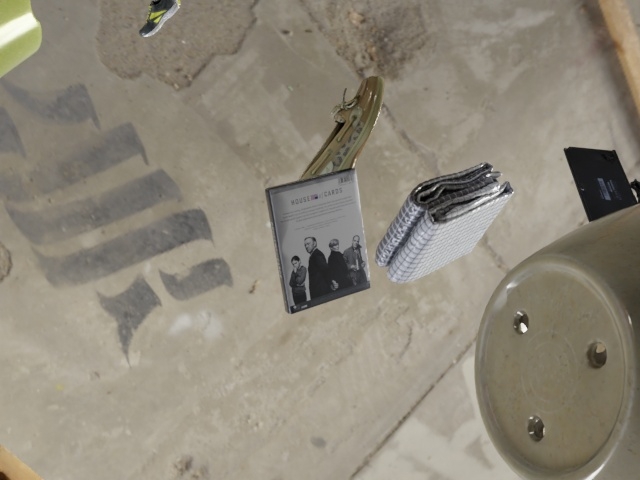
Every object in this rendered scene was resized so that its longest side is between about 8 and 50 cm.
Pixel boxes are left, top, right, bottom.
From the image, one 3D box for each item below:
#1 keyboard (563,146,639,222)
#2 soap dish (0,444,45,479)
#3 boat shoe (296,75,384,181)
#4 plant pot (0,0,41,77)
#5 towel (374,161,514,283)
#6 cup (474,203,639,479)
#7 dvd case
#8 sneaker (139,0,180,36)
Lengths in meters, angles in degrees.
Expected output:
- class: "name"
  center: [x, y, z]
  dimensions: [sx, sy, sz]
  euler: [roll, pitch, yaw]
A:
- class: "keyboard"
  center: [0.403, -0.063, 1.001]
  dimensions: [0.108, 0.180, 0.023]
  euler: [4, 138, -5]
- class: "soap dish"
  center: [-0.261, 0.342, 0.607]
  dimensions: [0.229, 0.118, 0.290]
  euler: [-54, 125, -32]
- class: "boat shoe"
  center: [0.043, -0.208, 1.454]
  dimensions: [0.089, 0.104, 0.285]
  euler: [25, 87, -9]
- class: "plant pot"
  center: [-0.653, -0.364, 1.286]
  dimensions: [0.254, 0.276, 0.276]
  euler: [-47, 130, -37]
- class: "towel"
  center: [0.269, -0.046, 1.616]
  dimensions: [0.284, 0.121, 0.235]
  euler: [-23, 153, -35]
- class: "cup"
  center: [0.265, 0.105, 0.569]
  dimensions: [0.237, 0.331, 0.331]
  euler: [7, 108, -23]
- class: "dvd case"
  center: [0.000, 0.000, 1.346]
  dimensions: [0.179, 0.030, 0.238]
  euler: [-16, 107, -24]
- class: "sneaker"
  center: [-0.255, -0.351, 1.125]
  dimensions: [0.083, 0.031, 0.035]
  euler: [-40, 126, 15]
